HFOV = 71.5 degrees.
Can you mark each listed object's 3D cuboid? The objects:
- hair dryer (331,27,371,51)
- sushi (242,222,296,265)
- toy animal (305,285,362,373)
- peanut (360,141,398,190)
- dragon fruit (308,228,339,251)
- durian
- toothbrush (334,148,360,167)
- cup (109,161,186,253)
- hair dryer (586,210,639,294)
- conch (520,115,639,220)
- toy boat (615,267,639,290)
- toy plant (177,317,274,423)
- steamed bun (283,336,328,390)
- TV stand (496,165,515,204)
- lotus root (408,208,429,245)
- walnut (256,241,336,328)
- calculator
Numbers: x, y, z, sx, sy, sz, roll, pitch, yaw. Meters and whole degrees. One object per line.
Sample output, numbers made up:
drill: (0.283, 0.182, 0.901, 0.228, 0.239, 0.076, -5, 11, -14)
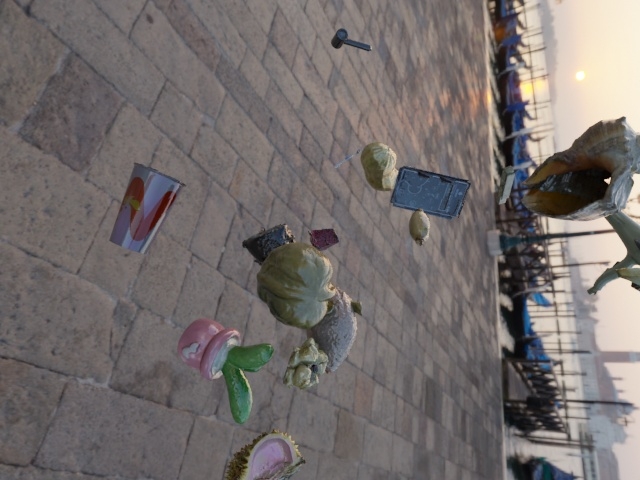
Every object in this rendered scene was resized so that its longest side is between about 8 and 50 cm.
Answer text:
hair dryer: (0.066, -0.401, 0.903, 0.047, 0.083, 0.026, -159, -98, -76)
sushi: (-0.204, 0.045, 2.001, 0.218, 0.225, 0.238, 62, 19, -14)
toy animal: (0.043, 0.341, 1.759, 0.189, 0.226, 0.358, 6, 70, -29)
peanut: (0.252, -0.297, 1.839, 0.305, 0.147, 0.146, 61, 33, -59)
dragon fruit: (0.000, 0.000, 2.051, 0.147, 0.096, 0.102, -8, 79, -29)
durian: (-0.240, 0.825, 1.680, 0.305, 0.196, 0.185, -22, 89, -25)
toothbrush: (0.110, -0.329, 1.795, 0.162, 0.014, 0.017, -39, 146, -29)
cup: (-0.627, -0.108, 1.585, 0.203, 0.203, 0.288, 28, 83, -56)
hair dryer: (1.079, 0.023, 1.614, 0.119, 0.298, 0.295, 12, 62, -37)
conch: (0.750, -0.160, 1.230, 0.210, 0.352, 0.297, 31, 57, -9)
toy boat: (0.941, 0.121, 1.294, 0.172, 0.066, 0.065, 24, 42, -12)
toy plant: (-0.364, 0.464, 1.681, 0.316, 0.356, 0.211, -66, 166, 4)
steamed bun: (-0.043, 0.446, 1.590, 0.177, 0.106, 0.192, 60, 48, -66)
TV stand: (0.830, -0.239, 1.997, 0.249, 0.036, 0.042, 68, 2, -58)
lotus root: (0.304, -0.039, 1.371, 0.073, 0.062, 0.150, 91, 6, -46)
walnut: (-0.082, 0.151, 1.540, 0.253, 0.277, 0.282, 35, 87, -31)
calculator: (0.410, -0.177, 1.671, 0.028, 0.274, 0.165, -84, -174, -69)
